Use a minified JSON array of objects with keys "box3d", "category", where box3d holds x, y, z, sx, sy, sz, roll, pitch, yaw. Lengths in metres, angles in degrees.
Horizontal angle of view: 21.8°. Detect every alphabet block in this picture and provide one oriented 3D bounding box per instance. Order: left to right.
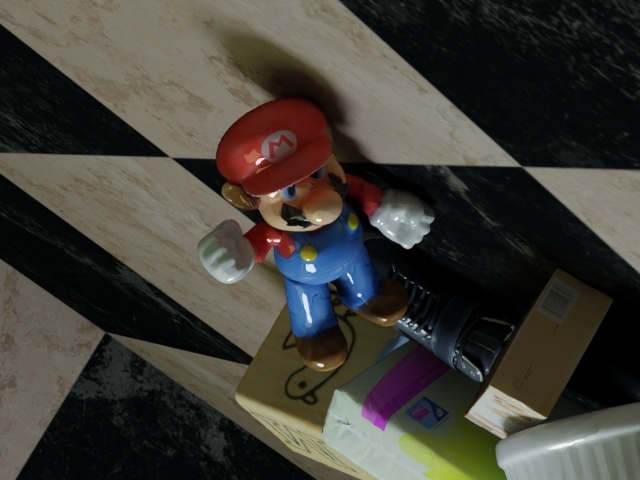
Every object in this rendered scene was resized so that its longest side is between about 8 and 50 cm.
[{"box3d":[0.040,0.198,2.214,0.197,0.192,0.193,17,158,37],"category":"alphabet block"}]

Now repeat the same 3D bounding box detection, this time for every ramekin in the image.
[{"box3d":[0.321,0.245,1.696,0.273,0.127,0.273,-10,166,-3],"category":"ramekin"}]

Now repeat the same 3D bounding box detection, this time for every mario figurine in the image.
[{"box3d":[0.000,0.000,1.624,0.170,0.198,0.320,2,139,25],"category":"mario figurine"}]

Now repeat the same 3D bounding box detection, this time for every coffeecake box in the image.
[{"box3d":[0.222,0.124,1.718,0.068,0.142,0.185,30,165,6],"category":"coffeecake box"}]

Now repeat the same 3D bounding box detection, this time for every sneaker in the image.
[{"box3d":[0.121,0.074,1.834,0.163,0.086,0.226,28,174,39],"category":"sneaker"}]

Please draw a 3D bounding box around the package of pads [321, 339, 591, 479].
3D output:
[{"box3d":[0.186,0.231,1.932,0.296,0.229,0.101,33,127,23],"category":"package of pads"}]
